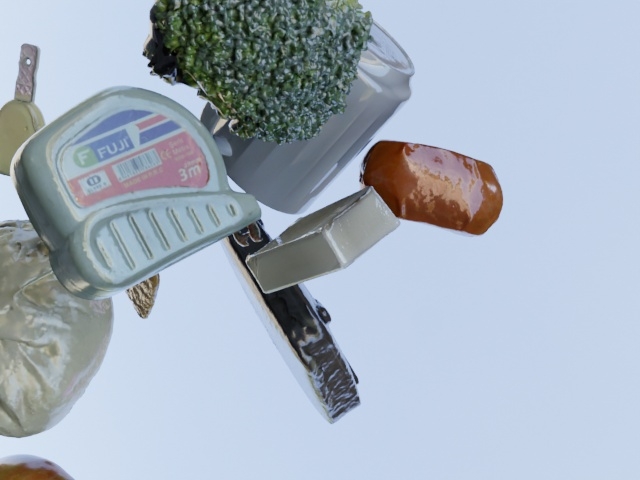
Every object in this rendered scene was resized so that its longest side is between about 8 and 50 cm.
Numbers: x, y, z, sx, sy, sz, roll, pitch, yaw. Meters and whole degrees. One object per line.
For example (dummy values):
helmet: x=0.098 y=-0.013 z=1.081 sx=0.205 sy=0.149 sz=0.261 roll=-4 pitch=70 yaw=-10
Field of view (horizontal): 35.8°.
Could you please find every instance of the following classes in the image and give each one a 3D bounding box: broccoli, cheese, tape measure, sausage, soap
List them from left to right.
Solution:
cheese: x=-0.559 y=-0.242 z=1.864 sx=0.127 sy=0.050 sz=0.255 roll=18 pitch=-74 yaw=17
tape measure: x=-0.226 y=-0.057 z=1.187 sx=0.125 sy=0.243 sz=0.246 roll=-25 pitch=-88 yaw=56
broccoli: x=-0.088 y=-0.304 z=1.385 sx=0.277 sy=0.338 sz=0.317 roll=-35 pitch=-98 yaw=23
soap: x=0.000 y=0.000 z=1.261 sx=0.183 sy=0.121 sz=0.063 roll=-20 pitch=-76 yaw=52
sausage: x=0.198 y=-0.094 z=1.769 sx=0.153 sy=0.268 sz=0.141 roll=-153 pitch=-103 yaw=-81

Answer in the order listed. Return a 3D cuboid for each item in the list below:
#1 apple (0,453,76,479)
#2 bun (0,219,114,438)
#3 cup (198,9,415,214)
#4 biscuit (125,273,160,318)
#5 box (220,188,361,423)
apple: x=-0.479 y=0.471 z=1.560 sx=0.242 sy=0.241 sz=0.242 roll=28 pitch=-34 yaw=21
bun: x=-0.506 y=0.116 z=1.523 sx=0.365 sy=0.365 sz=0.219 roll=61 pitch=-1 yaw=28
cup: x=-0.039 y=-0.241 z=1.699 sx=0.327 sy=0.323 sz=0.236 roll=-47 pitch=-122 yaw=26
biscuit: x=-0.378 y=0.083 z=2.063 sx=0.118 sy=0.029 sz=0.247 roll=61 pitch=-27 yaw=18
box: x=-0.061 y=0.103 z=1.598 sx=0.359 sy=0.091 sz=0.350 roll=54 pitch=-8 yaw=30
